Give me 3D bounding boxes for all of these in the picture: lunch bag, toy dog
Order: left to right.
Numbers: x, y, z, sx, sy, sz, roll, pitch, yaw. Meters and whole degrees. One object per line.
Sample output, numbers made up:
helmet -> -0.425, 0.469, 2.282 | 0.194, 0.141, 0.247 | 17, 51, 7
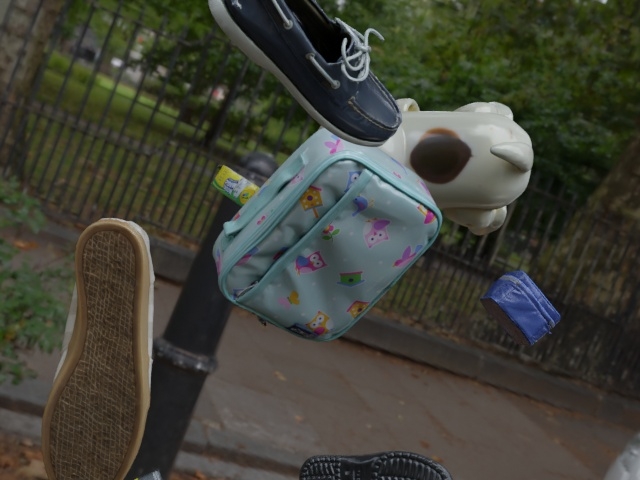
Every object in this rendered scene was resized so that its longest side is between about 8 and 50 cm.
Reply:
lunch bag -> 0.000, 0.000, 1.114 | 0.224, 0.279, 0.108 | 30, 23, -34
toy dog -> 0.181, -0.145, 1.686 | 0.407, 0.285, 0.395 | 4, 11, -10
lunch bag -> 0.269, 0.090, 1.126 | 0.098, 0.065, 0.067 | 49, -10, -4

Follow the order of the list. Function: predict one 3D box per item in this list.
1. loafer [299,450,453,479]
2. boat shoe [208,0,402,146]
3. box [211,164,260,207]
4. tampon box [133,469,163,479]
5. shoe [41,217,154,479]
loafer -> 0.083, 0.344, 1.227 | 0.220, 0.080, 0.078 | 4, -20, 11
boat shoe -> 0.005, -0.186, 0.848 | 0.254, 0.079, 0.095 | 39, 40, -31
box -> -0.096, -0.059, 1.287 | 0.105, 0.043, 0.179 | 34, 1, -33
tampon box -> -0.306, 0.460, 1.350 | 0.120, 0.161, 0.101 | 60, -17, 23
shoe -> -0.161, 0.091, 0.650 | 0.076, 0.219, 0.058 | 10, 5, -2
